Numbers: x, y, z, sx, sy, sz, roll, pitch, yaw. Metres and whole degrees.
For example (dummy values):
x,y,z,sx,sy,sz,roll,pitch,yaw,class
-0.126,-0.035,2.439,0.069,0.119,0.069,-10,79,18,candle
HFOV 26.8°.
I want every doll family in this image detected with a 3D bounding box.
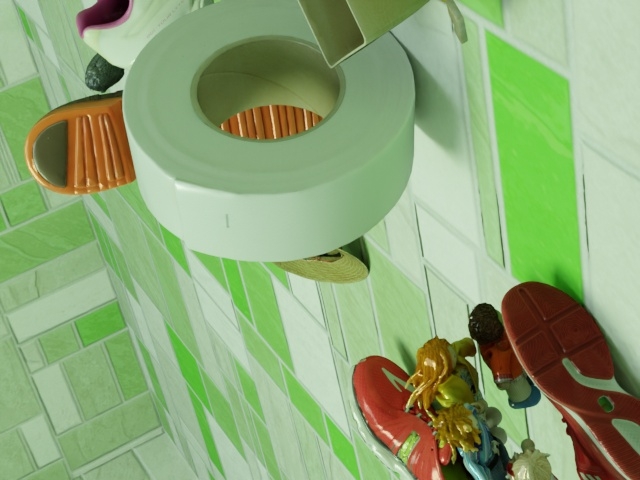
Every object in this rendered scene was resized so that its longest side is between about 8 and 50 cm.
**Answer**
x,y,z,sx,sy,sz,roll,pitch,yaw,class
0.150,0.177,1.245,0.163,0.118,0.263,53,-163,-44,doll family

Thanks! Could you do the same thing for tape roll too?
x,y,z,sx,sy,sz,roll,pitch,yaw,class
-0.049,-0.115,1.316,0.286,0.286,0.100,52,158,34,tape roll

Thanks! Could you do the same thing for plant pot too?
x,y,z,sx,sy,sz,roll,pitch,yaw,class
0.041,-0.232,1.204,0.109,0.096,0.109,64,163,-3,plant pot

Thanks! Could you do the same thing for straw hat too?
x,y,z,sx,sy,sz,roll,pitch,yaw,class
0.000,0.000,1.707,0.144,0.144,0.061,116,167,-69,straw hat

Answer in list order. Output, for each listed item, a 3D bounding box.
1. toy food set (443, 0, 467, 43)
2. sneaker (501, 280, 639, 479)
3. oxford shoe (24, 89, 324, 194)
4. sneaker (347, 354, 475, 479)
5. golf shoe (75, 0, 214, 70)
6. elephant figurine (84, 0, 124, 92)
x,y,z,sx,sy,sz,roll,pitch,yaw,class
0.094,-0.267,1.073,0.218,0.071,0.128,62,-173,12,toy food set
0.228,0.150,1.224,0.221,0.087,0.128,58,161,22,sneaker
-0.149,-0.139,1.532,0.133,0.363,0.130,-99,5,-70,oxford shoe
0.140,0.245,1.642,0.279,0.107,0.118,55,142,18,sneaker
-0.151,-0.312,1.387,0.115,0.140,0.306,41,112,56,golf shoe
-0.188,-0.313,1.516,0.186,0.239,0.169,61,163,10,elephant figurine
